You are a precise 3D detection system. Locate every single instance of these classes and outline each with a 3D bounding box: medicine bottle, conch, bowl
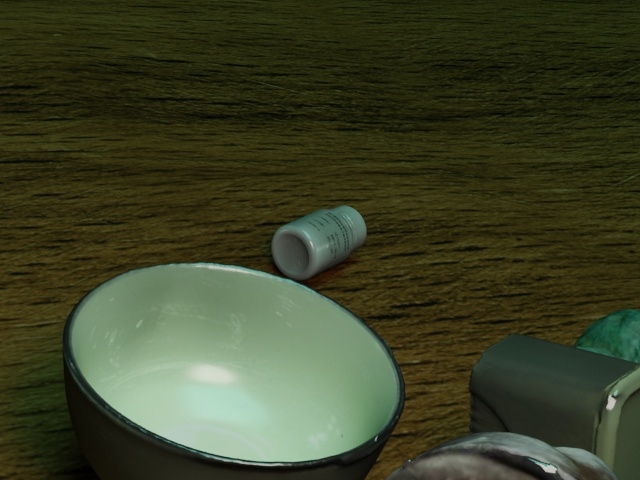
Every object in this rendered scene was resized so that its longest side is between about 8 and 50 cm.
[{"bbox_3d":[0.000,0.000,2.058,0.080,0.080,0.130,29,32,26],"label":"medicine bottle"},{"bbox_3d":[0.374,0.172,1.826,0.202,0.134,0.196,-17,40,3],"label":"conch"},{"bbox_3d":[-0.102,0.192,1.567,0.353,0.185,0.354,10,29,-6],"label":"bowl"}]

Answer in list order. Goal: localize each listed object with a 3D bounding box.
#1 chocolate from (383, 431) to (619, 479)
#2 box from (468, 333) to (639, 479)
[{"bbox_3d":[0.188,0.313,1.417,0.303,0.303,0.213,26,20,22],"label":"chocolate"},{"bbox_3d":[0.253,0.239,1.580,0.178,0.274,0.138,17,25,36],"label":"box"}]
